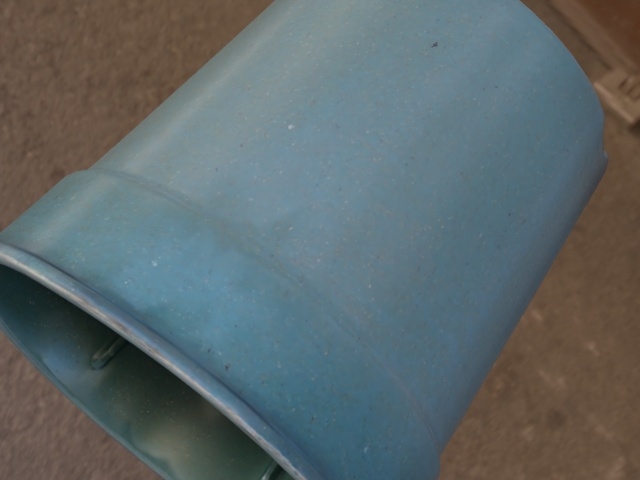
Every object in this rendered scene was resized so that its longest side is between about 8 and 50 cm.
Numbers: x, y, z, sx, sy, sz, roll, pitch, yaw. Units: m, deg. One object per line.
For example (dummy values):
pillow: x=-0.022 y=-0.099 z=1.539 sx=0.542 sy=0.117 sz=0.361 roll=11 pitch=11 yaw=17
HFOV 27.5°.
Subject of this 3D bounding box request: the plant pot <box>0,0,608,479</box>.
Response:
plant pot: x=0.000 y=0.000 z=0.873 sx=0.341 sy=0.341 sz=0.334 roll=38 pitch=71 yaw=2
